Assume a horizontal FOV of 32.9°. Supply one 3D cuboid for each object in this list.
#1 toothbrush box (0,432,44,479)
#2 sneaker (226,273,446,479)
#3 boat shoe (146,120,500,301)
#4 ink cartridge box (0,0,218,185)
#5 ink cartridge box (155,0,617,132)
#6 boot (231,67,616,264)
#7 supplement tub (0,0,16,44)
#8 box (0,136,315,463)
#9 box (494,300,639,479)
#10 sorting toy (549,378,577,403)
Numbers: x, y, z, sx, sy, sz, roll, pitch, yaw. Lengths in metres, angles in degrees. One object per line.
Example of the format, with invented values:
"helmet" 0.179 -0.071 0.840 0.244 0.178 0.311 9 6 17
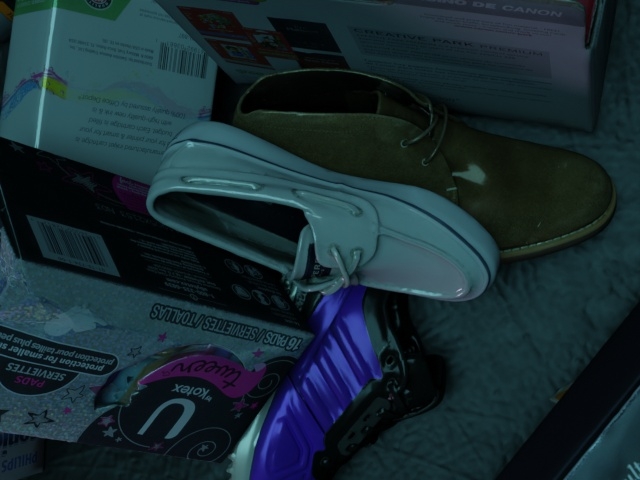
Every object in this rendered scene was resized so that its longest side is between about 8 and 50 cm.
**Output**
"toothbrush box" -0.332 0.063 0.908 0.126 0.216 0.296 1 90 17
"sneaker" 0.022 0.127 0.868 0.146 0.102 0.293 14 92 14
"boat shoe" 0.000 0.000 0.779 0.258 0.084 0.095 17 135 4
"ink cartridge box" -0.174 -0.113 0.892 0.093 0.154 0.212 6 90 52
"ink cartridge box" 0.052 -0.191 0.776 0.309 0.272 0.130 10 83 15
"boot" 0.080 -0.060 0.823 0.305 0.115 0.112 6 50 1
"supplement tub" -0.242 -0.261 0.943 0.190 0.117 0.117 -28 82 13
"box" -0.159 0.050 0.786 0.142 0.247 0.163 -55 44 19
"box" 0.321 0.231 0.694 0.395 0.212 0.293 39 92 7
"sorting toy" 0.237 0.131 0.847 0.075 0.045 0.083 -38 79 -8
